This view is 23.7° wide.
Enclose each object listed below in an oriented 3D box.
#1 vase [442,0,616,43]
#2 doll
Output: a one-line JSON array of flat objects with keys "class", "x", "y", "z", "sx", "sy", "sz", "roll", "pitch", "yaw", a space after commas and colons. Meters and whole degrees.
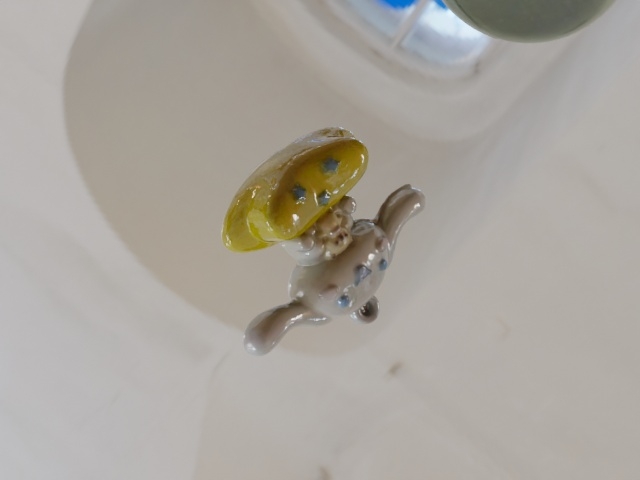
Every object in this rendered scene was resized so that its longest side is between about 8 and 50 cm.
[{"class": "vase", "x": 0.126, "y": -0.225, "z": 0.883, "sx": 0.128, "sy": 0.128, "sz": 0.248, "roll": 24, "pitch": -135, "yaw": -12}, {"class": "doll", "x": -0.005, "y": 0.005, "z": 0.843, "sx": 0.113, "sy": 0.071, "sz": 0.135, "roll": 35, "pitch": -104, "yaw": -34}]
